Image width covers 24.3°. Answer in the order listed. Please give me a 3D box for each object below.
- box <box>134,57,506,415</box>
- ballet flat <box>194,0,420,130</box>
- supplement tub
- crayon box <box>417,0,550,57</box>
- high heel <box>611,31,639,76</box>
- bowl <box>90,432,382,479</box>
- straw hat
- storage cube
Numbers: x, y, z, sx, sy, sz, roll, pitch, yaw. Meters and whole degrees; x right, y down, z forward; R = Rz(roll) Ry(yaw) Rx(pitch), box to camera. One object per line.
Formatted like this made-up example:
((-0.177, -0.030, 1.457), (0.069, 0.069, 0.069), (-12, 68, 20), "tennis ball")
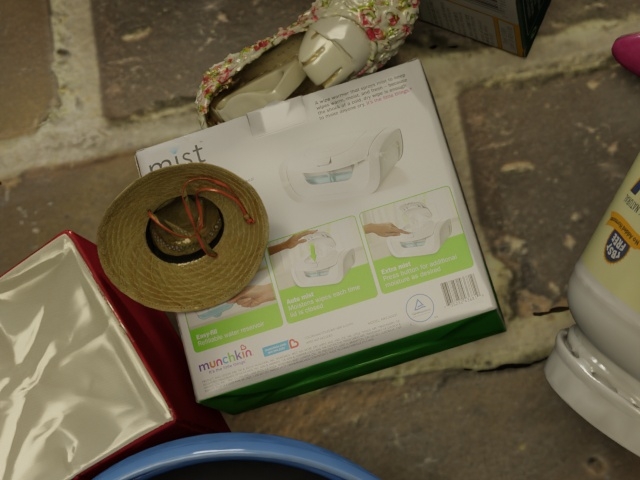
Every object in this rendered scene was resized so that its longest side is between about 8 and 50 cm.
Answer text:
((0.000, 0.000, 1.278), (0.262, 0.127, 0.231), (-19, 74, 6), "box")
((-0.015, -0.149, 1.300), (0.241, 0.077, 0.091), (-29, 113, 33), "ballet flat")
((0.333, 0.008, 1.126), (0.235, 0.235, 0.325), (31, 104, 16), "supplement tub")
((0.040, -0.281, 1.293), (0.322, 0.203, 0.083), (22, 82, 14), "crayon box")
((0.357, -0.099, 1.260), (0.244, 0.082, 0.117), (18, 78, 4), "high heel")
((-0.066, 0.333, 1.157), (0.391, 0.077, 0.391), (-1, 103, -4), "bowl")
((-0.110, -0.016, 1.206), (0.144, 0.144, 0.061), (-19, 34, 6), "straw hat")
((-0.215, 0.129, 1.256), (0.183, 0.193, 0.215), (-32, 75, 2), "storage cube")
